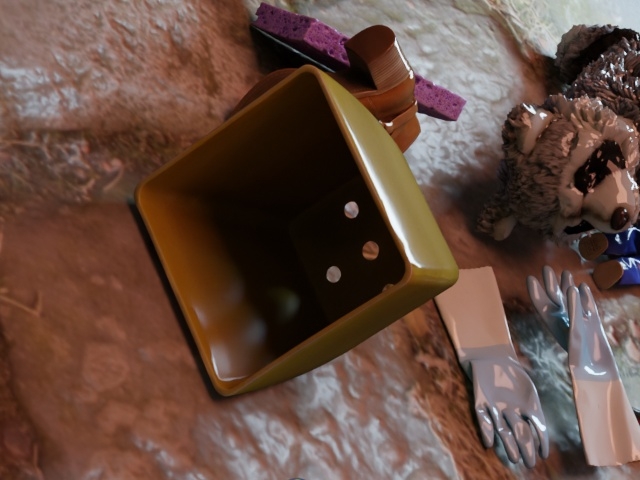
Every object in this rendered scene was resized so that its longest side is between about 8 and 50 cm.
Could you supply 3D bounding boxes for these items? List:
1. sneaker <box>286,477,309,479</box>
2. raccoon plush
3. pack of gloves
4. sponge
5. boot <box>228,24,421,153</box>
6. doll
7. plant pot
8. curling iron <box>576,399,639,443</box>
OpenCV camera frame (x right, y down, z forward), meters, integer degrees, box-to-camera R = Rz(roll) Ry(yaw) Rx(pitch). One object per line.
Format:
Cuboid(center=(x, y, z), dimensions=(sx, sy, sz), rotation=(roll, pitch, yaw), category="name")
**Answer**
Cuboid(center=(0.028, 0.272, 1.477), dimensions=(0.240, 0.126, 0.091), rotation=(36, 38, -20), category="sneaker")
Cuboid(center=(0.271, -0.116, 2.115), dimensions=(0.299, 0.216, 0.446), rotation=(-3, 16, -19), category="raccoon plush")
Cuboid(center=(0.227, 0.116, 1.866), dimensions=(0.195, 0.046, 0.232), rotation=(0, 58, -29), category="pack of gloves")
Cuboid(center=(0.039, -0.184, 1.924), dimensions=(0.210, 0.031, 0.117), rotation=(26, 0, -31), category="sponge")
Cuboid(center=(0.012, -0.111, 1.838), dimensions=(0.073, 0.197, 0.152), rotation=(58, -7, 38), category="boot")
Cuboid(center=(0.375, 0.011, 2.168), dimensions=(0.189, 0.046, 0.129), rotation=(-4, 63, -49), category="doll")
Cuboid(center=(0.000, 0.000, 1.641), dimensions=(0.187, 0.212, 0.212), rotation=(10, 51, -60), category="plant pot")
Cuboid(center=(0.361, 0.219, 1.981), dimensions=(0.274, 0.035, 0.068), rotation=(23, 65, -41), category="curling iron")
